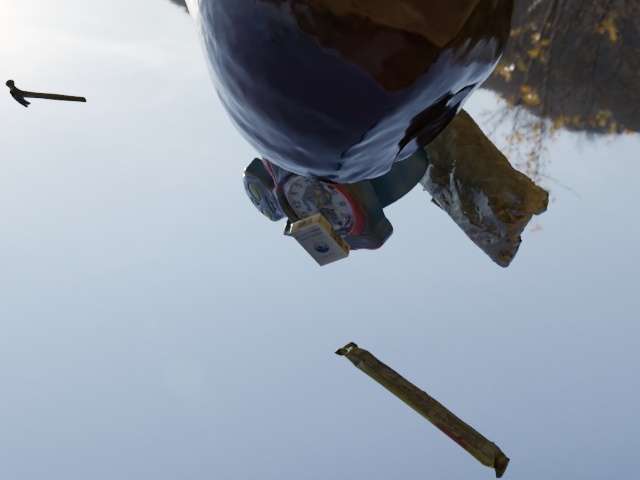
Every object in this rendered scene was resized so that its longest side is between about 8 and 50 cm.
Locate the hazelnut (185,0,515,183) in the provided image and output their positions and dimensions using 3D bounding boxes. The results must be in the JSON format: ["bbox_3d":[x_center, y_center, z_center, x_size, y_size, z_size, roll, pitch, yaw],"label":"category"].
[{"bbox_3d":[0.038,-0.274,0.891,0.402,0.402,0.429,24,174,13],"label":"hazelnut"}]

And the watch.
[{"bbox_3d":[0.025,-0.135,1.362,0.305,0.241,0.274,5,-135,41],"label":"watch"}]

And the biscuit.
[{"bbox_3d":[0.146,0.235,1.111,0.292,0.026,0.048,35,-157,22],"label":"biscuit"}]

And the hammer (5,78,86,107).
[{"bbox_3d":[-0.563,-0.298,1.607,0.182,0.017,0.062,-6,-120,-55],"label":"hammer"}]

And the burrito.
[{"bbox_3d":[0.277,-0.114,1.436,0.107,0.175,0.348,22,-151,-49],"label":"burrito"}]

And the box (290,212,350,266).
[{"bbox_3d":[0.000,0.000,1.154,0.083,0.054,0.024,48,-146,-34],"label":"box"}]
